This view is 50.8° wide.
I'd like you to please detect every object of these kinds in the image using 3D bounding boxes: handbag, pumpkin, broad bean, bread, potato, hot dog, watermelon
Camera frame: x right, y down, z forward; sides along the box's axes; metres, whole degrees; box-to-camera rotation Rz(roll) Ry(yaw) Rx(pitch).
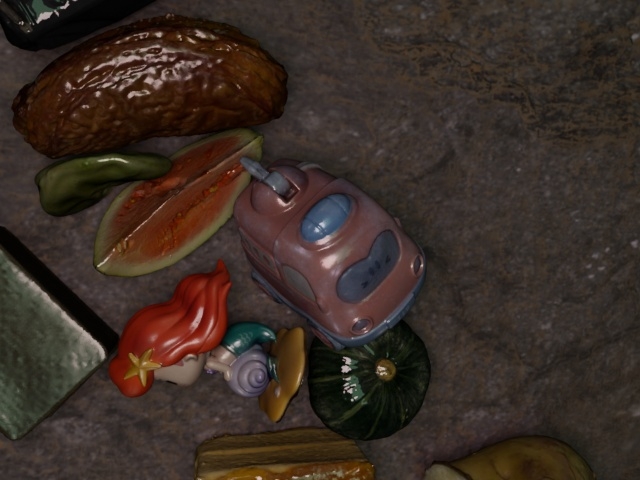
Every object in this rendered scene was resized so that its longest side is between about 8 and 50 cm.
[{"bbox_3d":[-0.328,-0.396,0.924,0.301,0.275,0.178,-32,105,-9],"label":"handbag"},{"bbox_3d":[0.073,0.211,1.075,0.211,0.152,0.212,9,65,-21],"label":"pumpkin"},{"bbox_3d":[-0.326,-0.097,0.989,0.206,0.153,0.073,-19,93,20],"label":"broad bean"},{"bbox_3d":[-0.063,0.450,1.026,0.278,0.207,0.279,-4,93,-9],"label":"bread"},{"bbox_3d":[0.337,0.466,1.095,0.237,0.301,0.289,-10,134,-35],"label":"potato"},{"bbox_3d":[-0.242,-0.228,0.965,0.387,0.267,0.175,-12,111,-11],"label":"hot dog"},{"bbox_3d":[-0.208,-0.043,1.030,0.303,0.159,0.128,-41,121,-14],"label":"watermelon"}]

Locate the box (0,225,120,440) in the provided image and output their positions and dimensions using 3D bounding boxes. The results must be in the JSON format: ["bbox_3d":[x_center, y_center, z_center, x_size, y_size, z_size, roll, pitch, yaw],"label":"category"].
[{"bbox_3d":[-0.455,0.129,0.981,0.184,0.143,0.273,-45,97,-7],"label":"box"}]

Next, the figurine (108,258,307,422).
[{"bbox_3d":[-0.164,0.150,1.004,0.257,0.181,0.208,20,118,-22],"label":"figurine"}]

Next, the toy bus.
[{"bbox_3d":[0.000,0.000,0.979,0.197,0.294,0.232,-44,142,-13],"label":"toy bus"}]
